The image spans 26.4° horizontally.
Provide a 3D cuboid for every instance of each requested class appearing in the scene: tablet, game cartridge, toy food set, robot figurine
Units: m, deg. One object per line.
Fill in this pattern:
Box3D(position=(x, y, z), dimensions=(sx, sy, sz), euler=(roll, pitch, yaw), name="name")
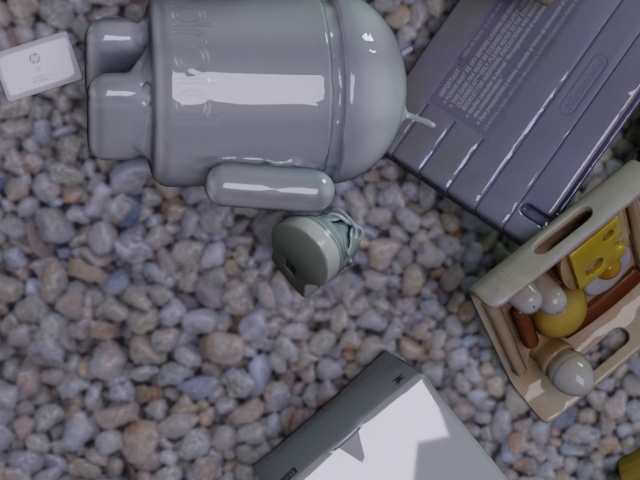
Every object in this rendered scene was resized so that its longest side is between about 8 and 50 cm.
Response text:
Box3D(position=(-0.302, -0.186, 1.457), dimensions=(0.083, 0.006, 0.054), euler=(-19, 99, -9), name="tablet")
Box3D(position=(0.238, -0.192, 1.485), dimensions=(0.230, 0.068, 0.355), euler=(35, 88, 22), name="game cartridge")
Box3D(position=(0.293, 0.067, 1.481), dimensions=(0.219, 0.306, 0.092), euler=(-38, 56, -5), name="toy food set")
Box3D(position=(-0.063, -0.156, 1.406), dimensions=(0.353, 0.200, 0.300), euler=(-2, 61, -11), name="robot figurine")

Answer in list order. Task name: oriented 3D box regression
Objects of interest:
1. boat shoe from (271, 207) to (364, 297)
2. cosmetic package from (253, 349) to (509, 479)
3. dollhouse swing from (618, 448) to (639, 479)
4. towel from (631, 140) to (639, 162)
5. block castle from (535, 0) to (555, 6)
Box3D(position=(0.001, 0.001, 1.428), dimensions=(0.081, 0.227, 0.079), euler=(-40, 86, -12), name="boat shoe")
Box3D(position=(0.129, 0.338, 1.519), dimensions=(0.217, 0.156, 0.385), euler=(-38, 100, -5), name="cosmetic package")
Box3D(position=(0.530, 0.391, 1.525), dimensions=(0.315, 0.305, 0.347), euler=(-27, 99, -7), name="dollhouse swing")
Box3D(position=(0.519, -0.162, 1.498), dimensions=(0.324, 0.056, 0.312), euler=(-2, 132, -17), name="towel")
Box3D(position=(0.231, -0.494, 1.369), dimensions=(0.213, 0.303, 0.453), euler=(28, 84, 21), name="block castle")
